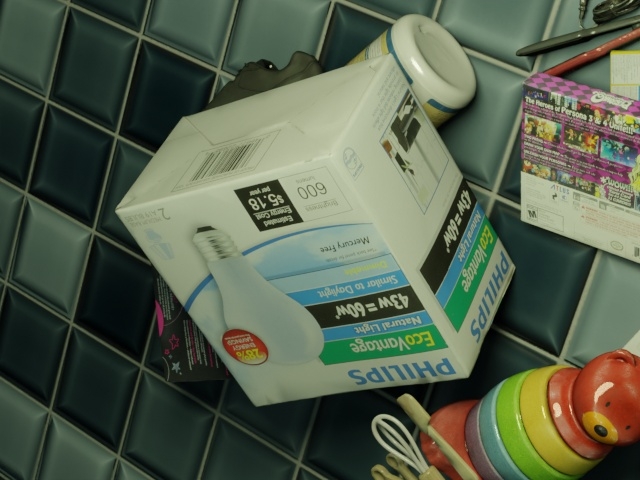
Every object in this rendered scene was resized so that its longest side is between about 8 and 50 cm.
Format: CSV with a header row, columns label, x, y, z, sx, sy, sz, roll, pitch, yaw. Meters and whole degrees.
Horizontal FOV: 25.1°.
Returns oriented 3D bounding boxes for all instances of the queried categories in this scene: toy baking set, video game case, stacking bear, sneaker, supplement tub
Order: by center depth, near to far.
label,x,y,z,sx,sy,sz,roll,pitch,yaw
video game case,0.351,-0.081,1.752,0.232,0.042,0.210,21,134,32
stacking bear,0.296,0.227,1.783,0.289,0.164,0.175,-32,96,41
toy baking set,0.139,0.312,1.810,0.196,0.030,0.256,32,142,26
supplement tub,0.092,-0.190,1.912,0.199,0.144,0.144,-37,74,32
sneaker,-0.103,-0.192,2.093,0.286,0.109,0.130,-13,78,29

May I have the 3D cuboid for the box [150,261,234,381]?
label,x,y,z,sx,sy,sz,roll,pitch,yaw
box,-0.138,0.071,2.097,0.142,0.163,0.247,-5,93,32

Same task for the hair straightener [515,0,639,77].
label,x,y,z,sx,sy,sz,roll,pitch,yaw
hair straightener,0.342,-0.271,1.783,0.230,0.047,0.089,-23,82,35

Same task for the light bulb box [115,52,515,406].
label,x,y,z,sx,sy,sz,roll,pitch,yaw
light bulb box,0.000,0.000,1.856,0.357,0.225,0.361,-13,122,36

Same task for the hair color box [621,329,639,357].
label,x,y,z,sx,sy,sz,roll,pitch,yaw
hair color box,0.452,0.112,1.745,0.093,0.053,0.167,49,122,22

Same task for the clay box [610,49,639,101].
label,x,y,z,sx,sy,sz,roll,pitch,yaw
clay box,0.456,-0.165,1.710,0.222,0.053,0.128,4,99,35
